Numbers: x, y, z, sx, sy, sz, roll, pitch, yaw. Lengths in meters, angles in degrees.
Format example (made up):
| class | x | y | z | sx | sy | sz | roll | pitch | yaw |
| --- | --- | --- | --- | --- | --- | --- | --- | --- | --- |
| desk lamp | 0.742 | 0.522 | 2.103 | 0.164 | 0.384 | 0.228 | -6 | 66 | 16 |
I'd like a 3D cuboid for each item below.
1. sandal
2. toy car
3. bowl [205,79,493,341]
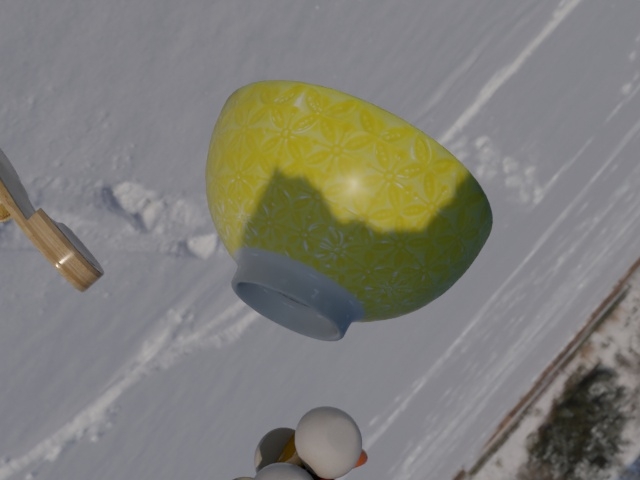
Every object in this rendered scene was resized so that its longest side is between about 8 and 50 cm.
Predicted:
| class | x | y | z | sx | sy | sz | roll | pitch | yaw |
| --- | --- | --- | --- | --- | --- | --- | --- | --- | --- |
| sandal | -0.285 | -0.033 | 0.701 | 0.079 | 0.240 | 0.088 | -42 | 167 | -6 |
| toy car | -0.016 | 0.273 | 0.893 | 0.182 | 0.136 | 0.159 | -47 | -176 | -37 |
| bowl | 0.000 | 0.000 | 0.798 | 0.289 | 0.289 | 0.156 | 90 | 26 | -68 |
